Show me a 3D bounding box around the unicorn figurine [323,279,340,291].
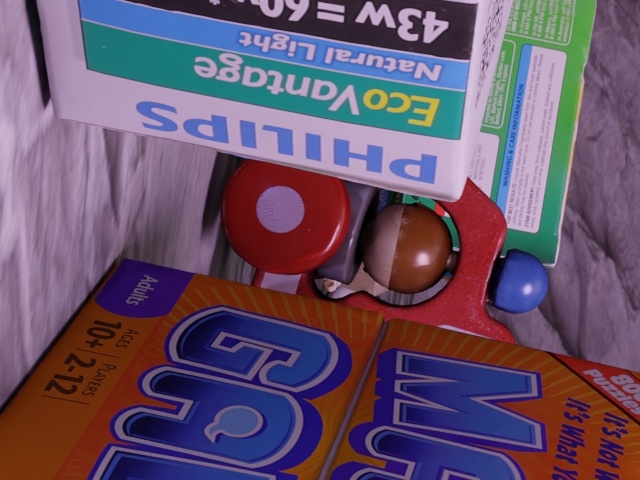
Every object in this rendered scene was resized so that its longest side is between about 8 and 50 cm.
[{"bbox_3d":[0.000,0.000,1.955,0.111,0.060,0.162,-66,166,-54],"label":"unicorn figurine"}]

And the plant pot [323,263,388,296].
[{"bbox_3d":[0.050,-0.001,2.188,0.096,0.109,0.109,-52,156,-46],"label":"plant pot"}]

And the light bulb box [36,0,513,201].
[{"bbox_3d":[0.009,-0.275,0.961,0.361,0.225,0.358,92,12,-56],"label":"light bulb box"}]

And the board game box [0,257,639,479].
[{"bbox_3d":[-0.018,0.270,1.148,0.356,0.356,0.356,-62,163,-65],"label":"board game box"}]

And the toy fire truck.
[{"bbox_3d":[0.038,0.059,1.550,0.169,0.254,0.302,21,86,-83],"label":"toy fire truck"}]

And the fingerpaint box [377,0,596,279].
[{"bbox_3d":[0.144,-0.194,1.957,0.371,0.163,0.445,163,-63,-81],"label":"fingerpaint box"}]

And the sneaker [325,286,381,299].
[{"bbox_3d":[0.013,0.178,2.223,0.145,0.090,0.270,-4,109,-85],"label":"sneaker"}]
